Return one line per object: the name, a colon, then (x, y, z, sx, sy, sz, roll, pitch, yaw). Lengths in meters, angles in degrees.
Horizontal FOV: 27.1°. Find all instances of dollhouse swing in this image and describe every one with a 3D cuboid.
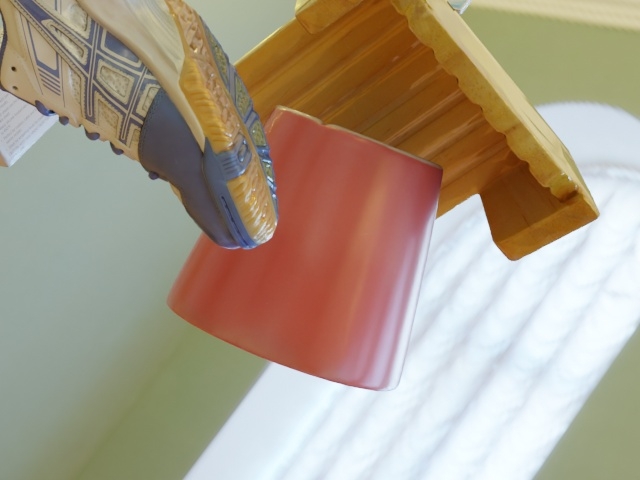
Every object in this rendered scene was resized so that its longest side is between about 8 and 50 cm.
dollhouse swing: (0.059, -0.109, 1.446, 0.347, 0.305, 0.315, 48, 15, -15)

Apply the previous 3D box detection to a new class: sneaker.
sneaker: (-0.138, -0.111, 0.867, 0.296, 0.131, 0.112, 60, 11, -11)

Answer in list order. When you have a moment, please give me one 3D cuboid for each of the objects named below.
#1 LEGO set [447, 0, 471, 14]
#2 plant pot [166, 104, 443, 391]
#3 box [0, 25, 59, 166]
LEGO set: (0.099, -0.336, 1.909, 0.182, 0.244, 0.060, 20, -37, 24)
plant pot: (0.000, 0.000, 1.430, 0.275, 0.243, 0.275, 20, 4, -1)
box: (-0.183, -0.184, 1.073, 0.063, 0.324, 0.067, 8, -44, 36)
